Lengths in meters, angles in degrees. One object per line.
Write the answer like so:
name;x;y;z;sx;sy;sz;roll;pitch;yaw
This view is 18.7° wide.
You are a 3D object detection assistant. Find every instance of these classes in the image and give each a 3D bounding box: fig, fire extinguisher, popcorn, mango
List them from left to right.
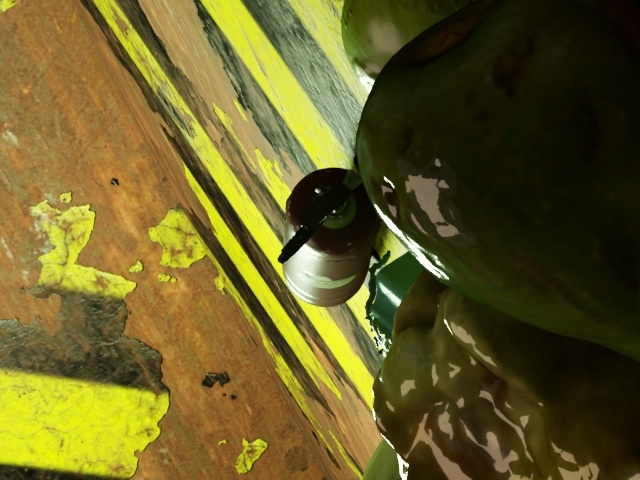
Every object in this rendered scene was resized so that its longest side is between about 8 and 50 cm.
fire extinguisher;0.000;0.000;2.082;0.102;0.138;0.344;41;168;8
mango;0.074;-0.137;1.423;0.119;0.100;0.178;49;175;29
fig;0.152;-0.014;1.139;0.275;0.206;0.206;56;171;-14
popcorn;0.201;0.136;1.313;0.334;0.293;0.292;28;123;15

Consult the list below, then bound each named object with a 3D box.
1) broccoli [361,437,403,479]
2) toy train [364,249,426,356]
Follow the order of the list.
broccoli;0.180;0.309;1.740;0.361;0.221;0.252;43;-179;6
toy train;0.136;0.081;1.599;0.112;0.163;0.203;38;158;59
